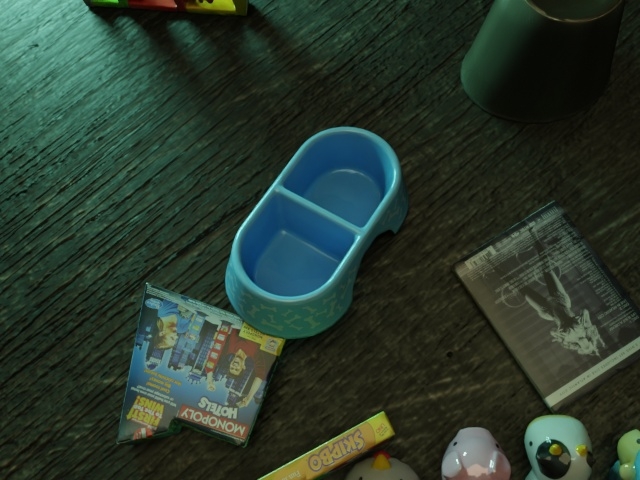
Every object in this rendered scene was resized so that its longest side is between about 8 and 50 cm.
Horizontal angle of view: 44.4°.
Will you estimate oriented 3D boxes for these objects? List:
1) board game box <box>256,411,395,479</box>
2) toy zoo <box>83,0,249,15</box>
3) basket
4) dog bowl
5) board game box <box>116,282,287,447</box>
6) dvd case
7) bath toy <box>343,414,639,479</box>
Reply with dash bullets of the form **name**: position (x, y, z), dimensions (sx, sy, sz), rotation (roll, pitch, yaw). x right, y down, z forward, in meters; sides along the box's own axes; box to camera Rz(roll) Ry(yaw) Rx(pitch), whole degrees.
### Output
- **board game box**: position (-0.035, 0.273, 0.896), dimensions (0.259, 0.124, 0.039), rotation (-25, 73, -3)
- **toy zoo**: position (-0.213, -0.376, 1.071), dimensions (0.293, 0.192, 0.030), rotation (6, 75, 6)
- **basket**: position (0.286, -0.265, 0.976), dimensions (0.204, 0.227, 0.154), rotation (-4, 73, 4)
- **dog bowl**: position (-0.002, -0.021, 0.978), dimensions (0.165, 0.074, 0.297), rotation (29, 67, 14)
- **board game box**: position (-0.160, 0.177, 0.969), dimensions (0.194, 0.060, 0.194), rotation (19, 76, 10)
- **dvd case**: position (0.293, 0.080, 0.981), dimensions (0.164, 0.018, 0.221), rotation (-31, 73, -6)
- **bath toy**: position (0.193, 0.276, 0.874), dimensions (0.348, 0.129, 0.152), rotation (-4, 73, 4)
